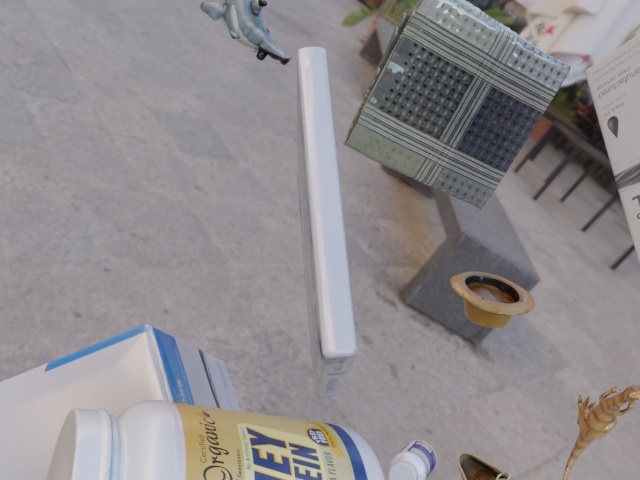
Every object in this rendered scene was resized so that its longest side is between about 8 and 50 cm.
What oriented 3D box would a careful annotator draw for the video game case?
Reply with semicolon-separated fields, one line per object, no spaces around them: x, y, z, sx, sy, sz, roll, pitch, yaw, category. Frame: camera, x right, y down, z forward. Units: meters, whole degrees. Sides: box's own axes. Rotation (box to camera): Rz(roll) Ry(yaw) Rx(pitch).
0.000;0.000;0.780;0.036;0.300;0.329;-4;70;-3;video game case

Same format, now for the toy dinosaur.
0.391;0.271;0.964;0.064;0.211;0.112;32;23;18;toy dinosaur

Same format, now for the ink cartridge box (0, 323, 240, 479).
-0.302;0.284;1.028;0.395;0.285;0.166;68;1;-72;ink cartridge box

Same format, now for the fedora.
0.365;0.136;1.449;0.194;0.079;0.194;9;21;-4;fedora

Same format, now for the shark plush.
-0.091;-0.279;0.831;0.073;0.067;0.161;3;49;-38;shark plush

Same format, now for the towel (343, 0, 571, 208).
0.240;-0.248;1.195;0.324;0.312;0.056;23;18;-19;towel

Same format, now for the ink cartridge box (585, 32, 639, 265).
0.489;-0.128;0.826;0.129;0.223;0.307;6;67;-30;ink cartridge box

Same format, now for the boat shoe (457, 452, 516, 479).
0.347;0.514;1.357;0.089;0.105;0.285;58;-10;-2;boat shoe

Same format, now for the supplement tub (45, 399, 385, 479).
-0.112;0.288;0.681;0.316;0.228;0.228;14;31;-24;supplement tub

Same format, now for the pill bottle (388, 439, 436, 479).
0.165;0.409;1.206;0.067;0.067;0.120;43;16;17;pill bottle
